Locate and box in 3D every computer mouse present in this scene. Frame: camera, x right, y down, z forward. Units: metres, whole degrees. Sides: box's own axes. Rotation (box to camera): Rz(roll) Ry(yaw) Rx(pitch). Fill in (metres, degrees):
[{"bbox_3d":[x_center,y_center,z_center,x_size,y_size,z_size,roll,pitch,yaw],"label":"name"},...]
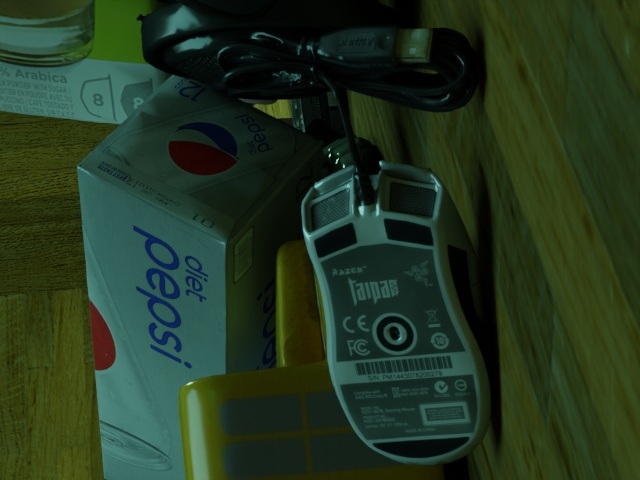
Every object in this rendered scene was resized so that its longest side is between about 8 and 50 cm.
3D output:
[{"bbox_3d":[0.027,0.001,0.772,0.042,0.106,0.193,-52,-47,-62],"label":"computer mouse"}]

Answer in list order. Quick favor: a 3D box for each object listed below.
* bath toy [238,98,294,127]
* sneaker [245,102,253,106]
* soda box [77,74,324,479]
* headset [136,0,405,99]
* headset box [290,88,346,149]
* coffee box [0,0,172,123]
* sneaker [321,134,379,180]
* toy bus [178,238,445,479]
[{"bbox_3d":[-0.066,-0.045,1.525,0.151,0.129,0.348,96,168,-69],"label":"bath toy"},{"bbox_3d":[-0.125,-0.313,1.573,0.447,0.257,0.169,44,-154,-29],"label":"sneaker"},{"bbox_3d":[-0.066,0.047,1.050,0.091,0.098,0.286,-49,-23,-34],"label":"soda box"},{"bbox_3d":[-0.056,-0.178,0.901,0.394,0.185,0.243,-75,-18,-71],"label":"headset"},{"bbox_3d":[-0.001,-0.086,1.269,0.083,0.032,0.062,124,140,-80],"label":"headset box"},{"bbox_3d":[-0.211,-0.311,1.112,0.338,0.338,0.334,-67,-20,-50],"label":"coffee box"},{"bbox_3d":[0.000,0.000,1.162,0.106,0.101,0.267,57,173,-8],"label":"sneaker"},{"bbox_3d":[0.006,0.164,0.903,0.108,0.130,0.332,103,160,-75],"label":"toy bus"}]
